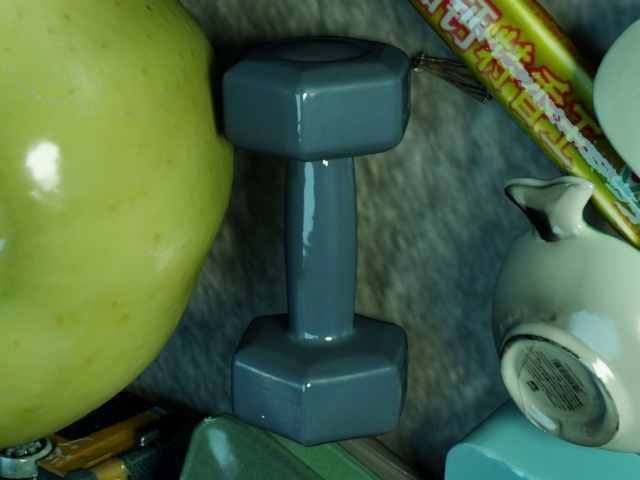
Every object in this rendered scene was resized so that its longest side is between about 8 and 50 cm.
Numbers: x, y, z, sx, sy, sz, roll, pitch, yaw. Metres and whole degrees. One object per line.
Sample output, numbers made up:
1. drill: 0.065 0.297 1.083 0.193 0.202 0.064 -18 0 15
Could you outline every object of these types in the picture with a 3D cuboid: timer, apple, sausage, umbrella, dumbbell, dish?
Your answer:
1. timer: 0.198 0.277 1.165 0.232 0.091 0.250 27 128 28
2. apple: -0.286 -0.067 1.178 0.474 0.474 0.473 15 116 34
3. sausage: 0.151 -0.124 1.055 0.371 0.082 0.082 50 130 12
4. umbrella: 0.108 -0.127 1.128 0.083 0.020 0.031 27 121 35
5. dumbbell: 0.000 0.000 1.181 0.144 0.160 0.324 -142 47 -61
6. dish: 0.187 0.076 1.057 0.224 0.078 0.246 1 124 52

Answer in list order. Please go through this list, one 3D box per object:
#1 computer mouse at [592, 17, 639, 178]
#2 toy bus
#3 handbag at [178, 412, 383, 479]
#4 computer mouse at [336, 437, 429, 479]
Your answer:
1. computer mouse: 0.276 -0.054 0.952 0.128 0.079 0.231 -44 80 8
2. toy bus: -0.280 0.226 1.464 0.323 0.194 0.162 17 116 37
3. handbag: 0.004 0.307 1.230 0.326 0.089 0.238 34 114 29
4. computer mouse: 0.014 0.211 1.308 0.232 0.057 0.120 38 127 22
